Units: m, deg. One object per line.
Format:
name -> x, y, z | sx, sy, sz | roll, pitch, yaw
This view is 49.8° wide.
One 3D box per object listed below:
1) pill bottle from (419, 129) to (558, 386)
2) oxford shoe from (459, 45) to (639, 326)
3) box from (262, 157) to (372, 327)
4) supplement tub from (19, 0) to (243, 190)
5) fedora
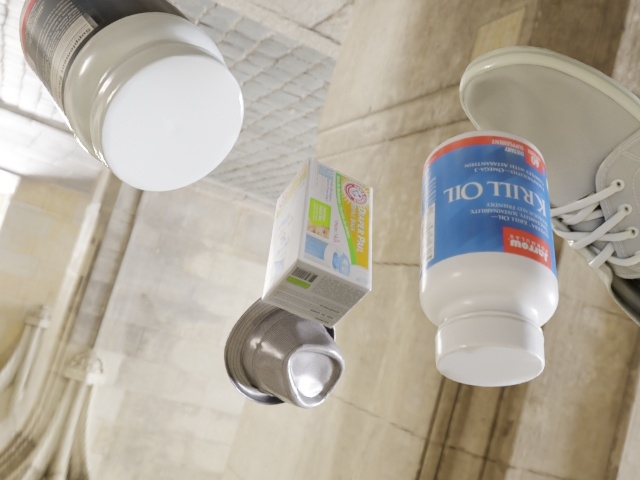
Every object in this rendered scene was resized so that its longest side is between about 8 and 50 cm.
pill bottle -> 0.156, 0.016, 0.646 | 0.124, 0.221, 0.124 | 4, 147, 3
oxford shoe -> 0.326, -0.042, 0.789 | 0.449, 0.130, 0.169 | 41, 148, -20
box -> 0.000, 0.000, 0.967 | 0.114, 0.203, 0.103 | 24, 133, -19
supplement tub -> -0.228, -0.201, 0.820 | 0.191, 0.191, 0.272 | 26, -163, -52
fedora -> -0.048, 0.238, 1.366 | 0.124, 0.244, 0.275 | 31, 160, 44
